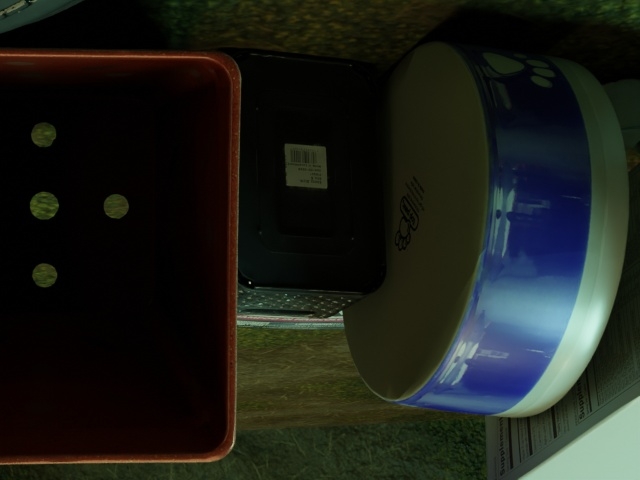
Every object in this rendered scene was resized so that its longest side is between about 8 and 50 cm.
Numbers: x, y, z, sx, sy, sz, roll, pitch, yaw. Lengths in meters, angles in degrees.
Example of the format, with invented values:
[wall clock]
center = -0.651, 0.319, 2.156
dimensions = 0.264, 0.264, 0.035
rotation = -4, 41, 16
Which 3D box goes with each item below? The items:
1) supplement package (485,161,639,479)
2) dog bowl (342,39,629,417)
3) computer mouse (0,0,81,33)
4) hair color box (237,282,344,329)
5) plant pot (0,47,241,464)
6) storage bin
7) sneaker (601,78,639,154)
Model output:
[supplement package]
center = 0.274, 0.083, 1.047
dimensions = 0.199, 0.198, 0.263
rotation = 24, 136, -21
[dog bowl]
center = 0.108, -0.008, 1.030
dimensions = 0.104, 0.265, 0.265
rotation = 8, 163, -19
[computer mouse]
center = -0.180, -0.165, 0.802
dimensions = 0.262, 0.060, 0.184
rotation = -5, 166, 10
[hair color box]
center = 0.000, 0.000, 1.360
dimensions = 0.173, 0.105, 0.347
rotation = 2, 164, -17
[plant pot]
center = -0.199, -0.008, 1.006
dimensions = 0.267, 0.267, 0.236
rotation = 0, -170, -7
[storage bin]
center = -0.025, -0.039, 1.060
dimensions = 0.122, 0.180, 0.084
rotation = 4, 165, -20
[sneaker]
center = 0.284, -0.089, 1.150
dimensions = 0.152, 0.061, 0.053
rotation = 3, 162, -25
